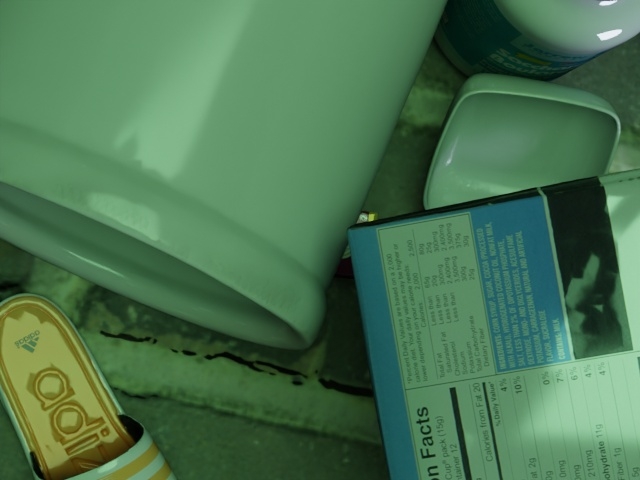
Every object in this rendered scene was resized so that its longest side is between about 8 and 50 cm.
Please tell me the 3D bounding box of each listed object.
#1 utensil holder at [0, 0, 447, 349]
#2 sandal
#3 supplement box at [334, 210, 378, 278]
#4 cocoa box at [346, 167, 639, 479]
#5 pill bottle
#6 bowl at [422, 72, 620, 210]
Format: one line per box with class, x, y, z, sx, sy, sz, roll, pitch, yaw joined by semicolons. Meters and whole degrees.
utensil holder;-0.078;-0.158;1.294;0.327;0.327;0.385;26;79;-7
sandal;-0.180;0.162;1.371;0.102;0.076;0.265;-31;92;-11
supplement box;0.000;0.000;1.434;0.083;0.043;0.055;6;86;-9
cocoa box;0.162;0.084;1.283;0.228;0.347;0.231;-10;87;7
pill bottle;0.178;-0.204;1.371;0.146;0.264;0.146;1;85;-10
bowl;0.158;-0.074;1.438;0.142;0.142;0.053;9;40;-10
